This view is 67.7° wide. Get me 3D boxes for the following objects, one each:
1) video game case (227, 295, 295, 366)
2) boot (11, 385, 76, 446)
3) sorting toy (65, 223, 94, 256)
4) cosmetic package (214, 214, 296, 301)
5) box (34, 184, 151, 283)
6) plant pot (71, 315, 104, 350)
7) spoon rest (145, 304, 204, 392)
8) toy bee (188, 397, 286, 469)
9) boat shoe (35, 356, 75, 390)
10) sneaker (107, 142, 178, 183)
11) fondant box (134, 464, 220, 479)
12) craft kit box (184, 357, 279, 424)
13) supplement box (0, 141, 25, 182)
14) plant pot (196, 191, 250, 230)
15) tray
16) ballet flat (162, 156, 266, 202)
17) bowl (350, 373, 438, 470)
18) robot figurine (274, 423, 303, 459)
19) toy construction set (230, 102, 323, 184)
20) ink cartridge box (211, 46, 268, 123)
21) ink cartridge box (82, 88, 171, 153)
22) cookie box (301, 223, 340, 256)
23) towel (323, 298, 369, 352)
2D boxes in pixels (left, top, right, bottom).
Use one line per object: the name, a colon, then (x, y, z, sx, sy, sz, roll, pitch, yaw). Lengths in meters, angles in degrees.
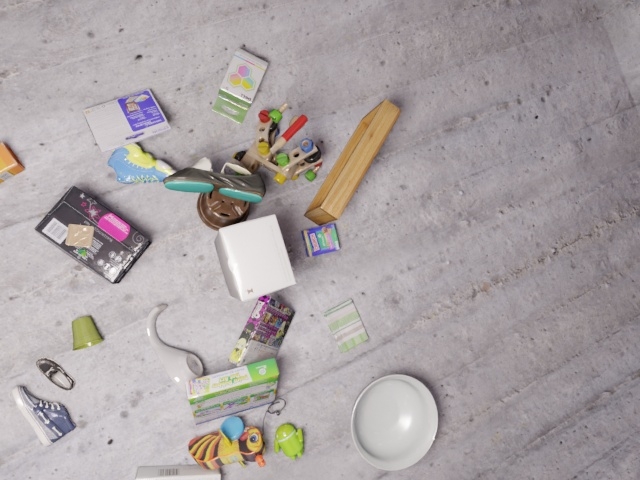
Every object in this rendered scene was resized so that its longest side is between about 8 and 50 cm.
video game case: (-0.168, 0.281, 1.424, 0.042, 0.232, 0.210, 22, 79, 21)
boot: (-0.762, 0.466, 1.319, 0.086, 0.069, 0.190, -31, 102, -23)
sorting toy: (-0.639, 0.000, 1.266, 0.062, 0.012, 0.083, 8, 81, -19)
cosmetic package: (-0.200, 0.056, 1.351, 0.155, 0.365, 0.196, -17, 91, -16)
box: (-0.631, -0.009, 1.350, 0.247, 0.142, 0.163, 38, 78, -9)
plant pot: (-0.669, 0.260, 1.355, 0.083, 0.083, 0.079, -17, 79, -17)
spoon rest: (-0.431, 0.327, 1.402, 0.084, 0.137, 0.276, -33, 82, 13)
toy bee: (-0.231, 0.591, 1.389, 0.298, 0.162, 0.195, -39, 130, 3)
boat shoe: (-0.745, 0.376, 1.339, 0.046, 0.038, 0.125, -45, 98, -15)
sneaker: (-0.526, -0.199, 1.428, 0.240, 0.091, 0.126, 34, 87, 2)
fondant box: (-0.419, 0.828, 1.368, 0.238, 0.096, 0.330, 5, 85, -16)
craft kit box: (-0.251, 0.439, 1.376, 0.250, 0.246, 0.061, -11, 59, -17)
supplement box: (-0.948, -0.173, 1.305, 0.233, 0.080, 0.078, -34, 95, -17)
plant pot: (-0.287, -0.116, 1.445, 0.167, 0.165, 0.166, 1, 85, -15)
tray: (0.101, -0.244, 1.546, 0.076, 0.203, 0.410, 32, 78, -12)
ballet flat: (-0.289, -0.170, 1.321, 0.281, 0.095, 0.096, 8, 73, -26)
bowl: (0.218, 0.573, 1.551, 0.298, 0.134, 0.297, 2, 85, -16)
robot figurine: (-0.097, 0.624, 1.490, 0.101, 0.067, 0.115, -28, 95, 14)
toy construction set: (-0.148, -0.252, 1.439, 0.257, 0.309, 0.237, 42, 81, -1)
ink cartridge box: (-0.259, -0.496, 1.536, 0.109, 0.062, 0.209, 24, 80, -14)
ink cartridge box: (-0.562, -0.339, 1.394, 0.206, 0.045, 0.208, -24, 58, -17)
cookie box: (0.000, 0.000, 1.582, 0.107, 0.040, 0.091, -13, 90, -16)
towel: (0.088, 0.285, 1.594, 0.113, 0.023, 0.152, -26, 93, -16)
